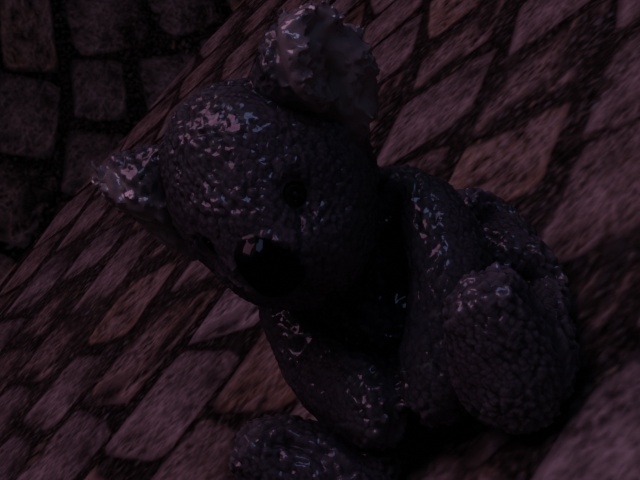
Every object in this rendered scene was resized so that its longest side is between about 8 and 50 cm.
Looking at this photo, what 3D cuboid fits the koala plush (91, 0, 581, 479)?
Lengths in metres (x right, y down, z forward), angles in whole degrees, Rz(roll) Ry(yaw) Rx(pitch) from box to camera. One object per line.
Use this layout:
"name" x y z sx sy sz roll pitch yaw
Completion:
"koala plush" 0.000 0.000 0.751 0.196 0.221 0.203 -37 19 28
